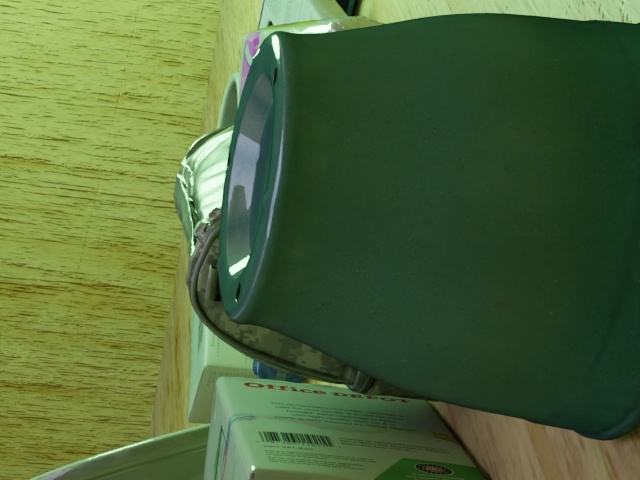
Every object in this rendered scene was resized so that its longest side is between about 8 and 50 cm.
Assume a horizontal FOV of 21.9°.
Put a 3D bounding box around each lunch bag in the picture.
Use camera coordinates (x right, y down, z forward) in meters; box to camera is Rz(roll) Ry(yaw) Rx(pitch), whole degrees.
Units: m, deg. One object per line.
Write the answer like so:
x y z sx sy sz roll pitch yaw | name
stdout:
-0.049 0.142 2.172 0.065 0.067 0.098 -165 83 -79 | lunch bag
0.000 0.000 1.470 0.305 0.256 0.213 -115 33 -70 | lunch bag

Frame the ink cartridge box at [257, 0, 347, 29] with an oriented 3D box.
-0.017 -0.207 2.082 0.224 0.045 0.223 57 145 39 | ink cartridge box

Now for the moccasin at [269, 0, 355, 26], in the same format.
-0.023 -0.312 2.180 0.342 0.116 0.138 108 165 -47 | moccasin

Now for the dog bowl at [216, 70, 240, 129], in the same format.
-0.103 -0.101 2.531 0.349 0.102 0.349 -174 90 -80 | dog bowl

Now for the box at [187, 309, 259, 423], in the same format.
-0.124 0.155 2.430 0.182 0.119 0.181 110 163 -54 | box

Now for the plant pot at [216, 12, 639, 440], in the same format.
0.075 -0.025 1.041 0.271 0.255 0.272 -171 90 -77 | plant pot

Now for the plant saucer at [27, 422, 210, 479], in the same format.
-0.177 0.300 1.973 0.400 0.400 0.101 128 126 -71 | plant saucer

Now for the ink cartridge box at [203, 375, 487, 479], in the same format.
0.015 0.213 1.404 0.278 0.201 0.117 -130 47 -76 | ink cartridge box

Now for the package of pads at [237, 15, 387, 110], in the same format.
-0.005 -0.135 1.870 0.296 0.101 0.229 -169 82 -66 | package of pads
